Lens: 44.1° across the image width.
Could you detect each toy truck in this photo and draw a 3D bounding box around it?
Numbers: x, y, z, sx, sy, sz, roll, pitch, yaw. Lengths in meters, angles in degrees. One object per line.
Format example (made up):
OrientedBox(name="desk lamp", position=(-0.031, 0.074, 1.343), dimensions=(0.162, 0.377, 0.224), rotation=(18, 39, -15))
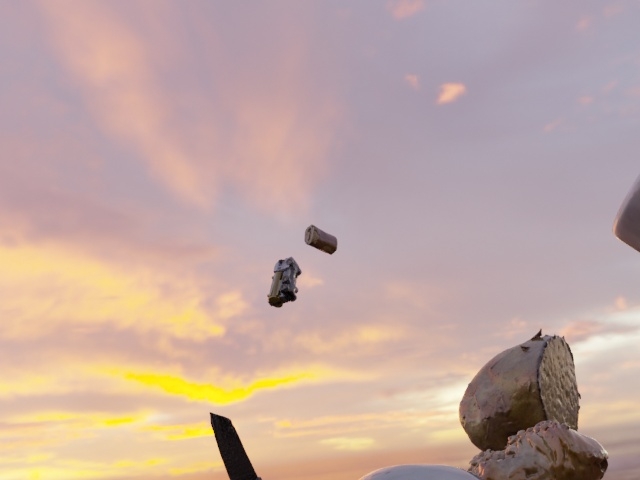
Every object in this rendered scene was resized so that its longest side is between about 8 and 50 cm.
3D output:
OrientedBox(name="toy truck", position=(-0.089, 0.100, 1.888), dimensions=(0.062, 0.123, 0.052), rotation=(-13, -46, 25))

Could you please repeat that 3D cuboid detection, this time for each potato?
OrientedBox(name="potato", position=(0.460, 0.379, 1.887), dimensions=(0.237, 0.301, 0.288), rotation=(-10, 10, 35))

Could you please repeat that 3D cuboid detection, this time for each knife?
OrientedBox(name="knife", position=(-0.131, 0.388, 1.323), dimensions=(0.028, 0.230, 0.060), rotation=(-24, 3, 41))

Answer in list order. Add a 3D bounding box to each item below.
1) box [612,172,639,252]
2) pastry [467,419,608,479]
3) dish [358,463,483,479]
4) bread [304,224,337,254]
OrientedBox(name="box", position=(0.583, -0.017, 1.241), dimensions=(0.262, 0.206, 0.291), rotation=(-9, -51, -57))
OrientedBox(name="pastry", position=(0.324, 0.413, 1.307), dimensions=(0.311, 0.162, 0.255), rotation=(-35, -28, -14))
OrientedBox(name="dish", position=(0.138, 0.400, 1.002), dimensions=(0.256, 0.256, 0.117), rotation=(-6, -22, -4))
OrientedBox(name="bread", position=(0.000, 0.000, 1.671), dimensions=(0.036, 0.047, 0.083), rotation=(-17, -29, 35))
